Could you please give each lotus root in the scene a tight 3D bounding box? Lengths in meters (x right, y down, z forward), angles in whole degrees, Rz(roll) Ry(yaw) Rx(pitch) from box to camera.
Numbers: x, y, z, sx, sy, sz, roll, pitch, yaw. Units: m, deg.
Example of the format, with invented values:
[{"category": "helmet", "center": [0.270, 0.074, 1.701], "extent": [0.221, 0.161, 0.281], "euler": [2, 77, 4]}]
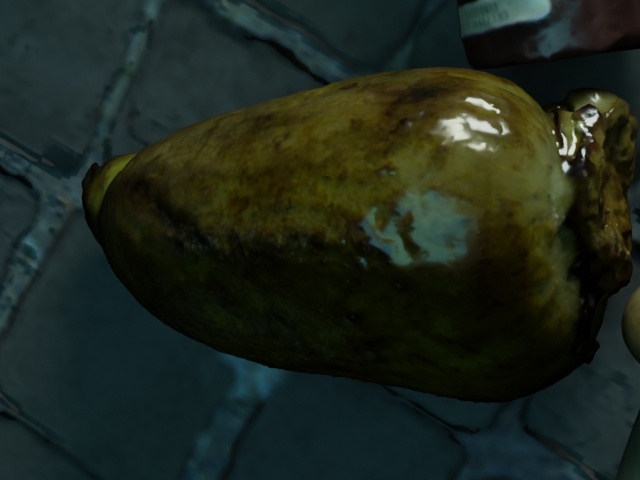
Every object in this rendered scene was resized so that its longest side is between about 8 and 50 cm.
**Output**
[{"category": "lotus root", "center": [0.000, 0.000, 0.543], "extent": [0.191, 0.108, 0.094], "euler": [-3, 51, 28]}]

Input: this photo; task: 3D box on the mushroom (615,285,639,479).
[{"category": "mushroom", "center": [0.112, 0.119, 0.506], "extent": [0.093, 0.116, 0.225], "euler": [10, 84, 15]}]

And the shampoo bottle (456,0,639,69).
[{"category": "shampoo bottle", "center": [0.051, -0.168, 0.525], "extent": [0.068, 0.067, 0.236], "euler": [-8, 93, 21]}]
